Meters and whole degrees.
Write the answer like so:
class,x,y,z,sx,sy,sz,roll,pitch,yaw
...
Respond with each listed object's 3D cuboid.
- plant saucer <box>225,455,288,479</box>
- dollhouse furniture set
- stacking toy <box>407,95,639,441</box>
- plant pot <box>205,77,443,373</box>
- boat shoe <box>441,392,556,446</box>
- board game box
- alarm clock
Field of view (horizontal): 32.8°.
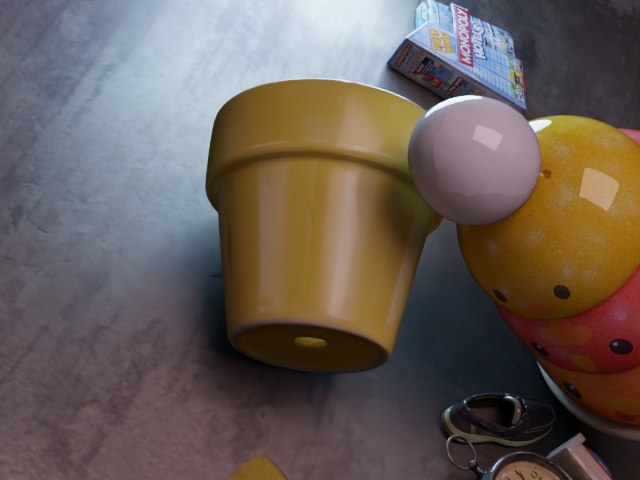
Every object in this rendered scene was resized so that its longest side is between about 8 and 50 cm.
class,x,y,z,sx,sy,sz,roll,pitch,yaw
plant saucer,-0.052,0.380,0.778,0.333,0.081,0.332,-37,111,-44
dollhouse furniture set,0.355,0.270,1.187,0.129,0.129,0.183,-29,75,-43
stacking toy,0.249,-0.011,1.107,0.480,0.351,0.350,26,44,-39
plant pot,0.000,0.000,1.114,0.254,0.254,0.239,16,66,-21
boat shoe,0.208,0.196,1.208,0.152,0.049,0.056,0,57,-32
board game box,0.191,-0.269,1.547,0.194,0.060,0.194,19,49,-20
alarm clock,0.200,0.276,1.133,0.192,0.064,0.129,46,46,4
